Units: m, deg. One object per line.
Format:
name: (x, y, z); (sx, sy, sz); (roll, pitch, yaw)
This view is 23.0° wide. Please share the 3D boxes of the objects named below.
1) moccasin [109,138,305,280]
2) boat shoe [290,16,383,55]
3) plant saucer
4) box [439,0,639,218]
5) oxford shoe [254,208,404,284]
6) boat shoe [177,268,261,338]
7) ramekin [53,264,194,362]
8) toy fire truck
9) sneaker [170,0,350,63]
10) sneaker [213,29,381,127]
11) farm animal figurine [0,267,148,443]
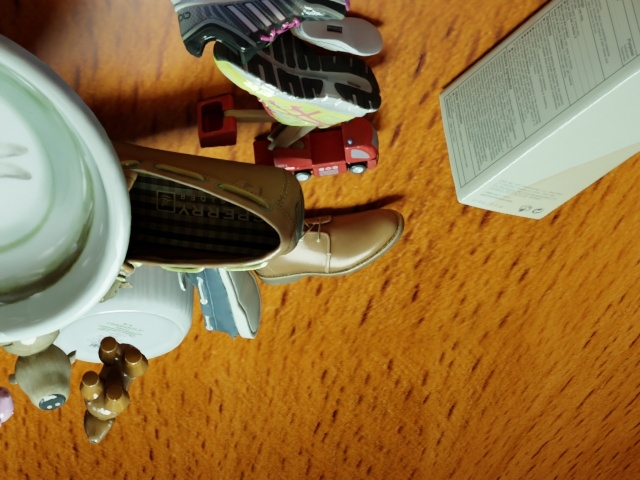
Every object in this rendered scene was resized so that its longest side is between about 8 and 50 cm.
moccasin: (-0.210, -0.024, 1.680); (0.380, 0.147, 0.139); (10, 110, 7)
boat shoe: (0.015, -0.207, 1.580); (0.100, 0.035, 0.035); (6, 178, -31)
plant saucer: (-0.372, -0.077, 1.567); (0.400, 0.100, 0.400); (7, 129, 8)
box: (0.268, -0.158, 1.609); (0.121, 0.148, 0.311); (11, 150, -32)
oxford shoe: (0.000, 0.000, 1.943); (0.212, 0.076, 0.076); (-17, 143, 20)
boat shoe: (-0.133, 0.027, 1.919); (0.079, 0.095, 0.254); (0, 143, 13)
ramekin: (-0.255, 0.075, 1.986); (0.207, 0.109, 0.207); (-6, 154, -3)
toy fire truck: (-0.033, -0.115, 1.728); (0.192, 0.047, 0.135); (-7, 154, 2)
sneaker: (-0.057, -0.205, 1.495); (0.170, 0.075, 0.063); (-2, 180, -3)
sneaker: (-0.037, -0.155, 1.611); (0.208, 0.081, 0.094); (18, 146, -41)
farm animal figurine: (-0.362, 0.114, 1.812); (0.330, 0.326, 0.172); (-2, 160, -4)
